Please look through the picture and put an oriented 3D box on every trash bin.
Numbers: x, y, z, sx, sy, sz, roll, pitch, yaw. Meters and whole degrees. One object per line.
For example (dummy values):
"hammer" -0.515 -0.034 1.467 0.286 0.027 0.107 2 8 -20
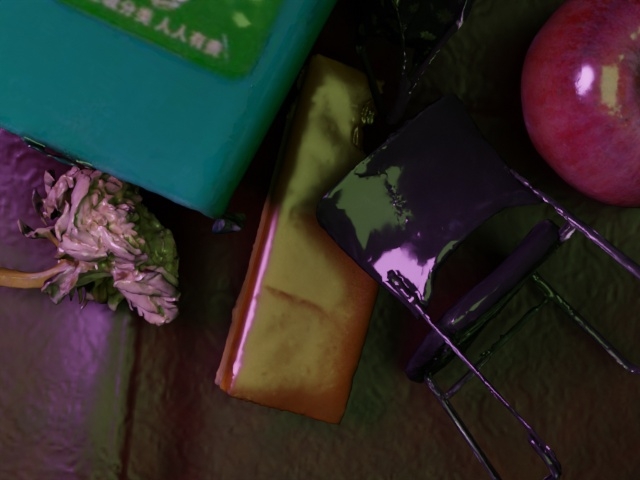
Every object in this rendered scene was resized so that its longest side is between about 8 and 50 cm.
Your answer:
"trash bin" -0.073 -0.226 0.874 0.259 0.295 0.381 24 97 -12

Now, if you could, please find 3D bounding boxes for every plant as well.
"plant" -0.149 0.015 0.934 0.122 0.104 0.117 -26 114 -5

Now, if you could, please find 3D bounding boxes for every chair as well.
"chair" 0.106 0.036 0.973 0.140 0.145 0.221 -42 82 -16

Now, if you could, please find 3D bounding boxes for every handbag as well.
"handbag" 0.059 -0.136 0.958 0.072 0.115 0.139 15 72 -15

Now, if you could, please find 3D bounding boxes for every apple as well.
"apple" 0.205 -0.097 1.005 0.153 0.120 0.154 -2 97 -16

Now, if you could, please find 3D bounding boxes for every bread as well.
"bread" 0.000 0.000 0.994 0.088 0.049 0.226 17 86 -13
